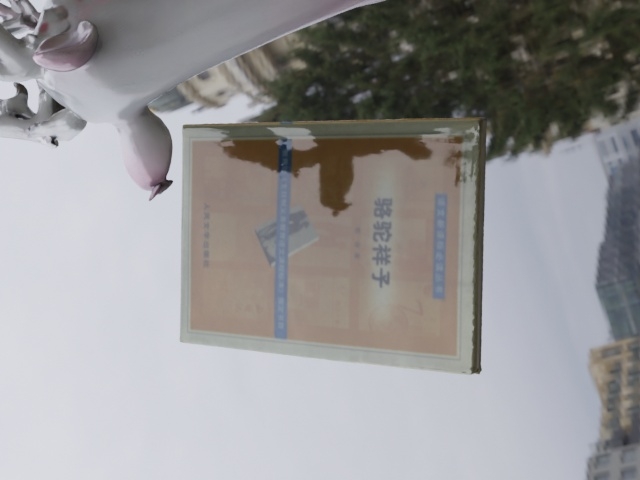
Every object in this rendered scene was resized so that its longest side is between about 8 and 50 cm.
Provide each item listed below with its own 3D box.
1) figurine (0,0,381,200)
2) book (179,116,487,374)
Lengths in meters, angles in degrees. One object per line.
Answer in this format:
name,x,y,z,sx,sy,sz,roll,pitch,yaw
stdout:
figurine,-0.126,-0.167,0.654,0.284,0.315,0.206,45,154,29
book,0.000,0.000,0.720,0.018,0.241,0.170,-3,-86,-60
